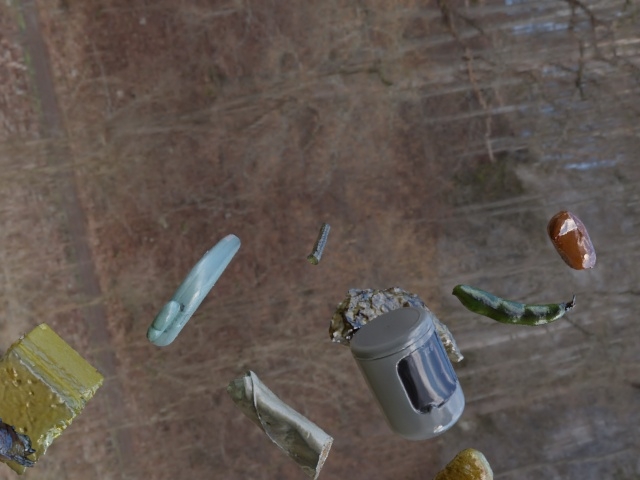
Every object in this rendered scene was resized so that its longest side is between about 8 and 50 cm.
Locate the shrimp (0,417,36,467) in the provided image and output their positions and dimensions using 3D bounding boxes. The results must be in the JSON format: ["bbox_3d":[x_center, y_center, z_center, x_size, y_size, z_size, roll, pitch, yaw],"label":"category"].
[{"bbox_3d":[-0.666,0.324,1.616,0.233,0.071,0.365,33,-14,27],"label":"shrimp"}]

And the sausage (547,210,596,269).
[{"bbox_3d":[0.597,-0.001,2.059,0.179,0.089,0.089,56,-3,-26],"label":"sausage"}]

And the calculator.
[{"bbox_3d":[-0.204,0.082,1.405,0.184,0.042,0.295,-53,-179,25],"label":"calculator"}]

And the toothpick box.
[{"bbox_3d":[0.214,0.340,2.086,0.316,0.229,0.229,65,-9,-16],"label":"toothpick box"}]

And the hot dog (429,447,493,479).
[{"bbox_3d":[0.154,0.436,1.355,0.088,0.286,0.061,43,4,12],"label":"hot dog"}]

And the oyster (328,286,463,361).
[{"bbox_3d":[0.217,0.218,2.415,0.111,0.396,0.204,137,-39,-67],"label":"oyster"}]

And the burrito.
[{"bbox_3d":[-0.066,0.312,1.476,0.226,0.087,0.060,42,27,-2],"label":"burrito"}]

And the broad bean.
[{"bbox_3d":[0.355,0.121,1.594,0.039,0.227,0.069,-52,146,-89],"label":"broad bean"}]

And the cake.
[{"bbox_3d":[-0.650,0.341,1.974,0.227,0.222,0.286,46,10,-9],"label":"cake"}]

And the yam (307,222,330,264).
[{"bbox_3d":[0.000,0.000,1.957,0.033,0.027,0.129,62,32,-36],"label":"yam"}]
